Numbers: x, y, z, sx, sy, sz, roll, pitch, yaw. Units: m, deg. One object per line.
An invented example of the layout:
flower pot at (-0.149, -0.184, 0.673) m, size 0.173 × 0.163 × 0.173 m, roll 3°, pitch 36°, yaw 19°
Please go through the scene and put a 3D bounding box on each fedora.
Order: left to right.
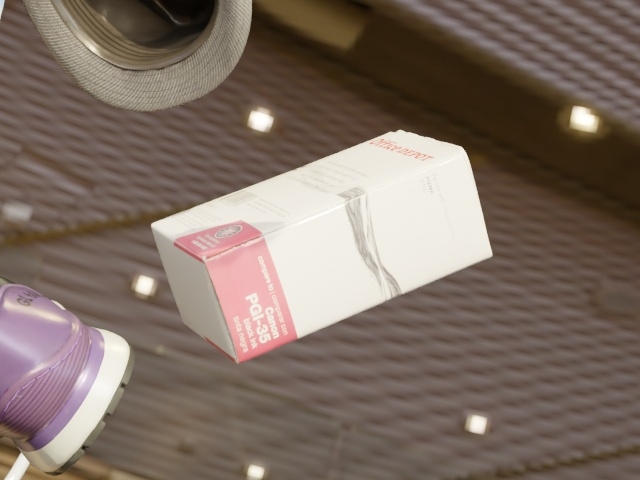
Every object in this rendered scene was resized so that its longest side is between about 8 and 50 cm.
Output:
fedora at (-0.166, -0.274, 1.853) m, size 0.243 × 0.124 × 0.275 m, roll -20°, pitch -74°, yaw 28°

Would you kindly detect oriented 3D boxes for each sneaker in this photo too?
sneaker at (-0.210, 0.051, 1.103) m, size 0.124 × 0.107 × 0.283 m, roll 35°, pitch -17°, yaw -22°

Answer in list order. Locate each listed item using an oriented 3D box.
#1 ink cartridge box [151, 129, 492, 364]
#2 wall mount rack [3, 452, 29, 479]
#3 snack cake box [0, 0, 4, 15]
ink cartridge box at (0.000, 0.000, 1.918) m, size 0.207 × 0.283 × 0.117 m, roll 26°, pitch -45°, yaw 69°
wall mount rack at (-0.381, 0.170, 1.782) m, size 0.350 × 0.304 × 0.130 m, roll 43°, pitch -3°, yaw -19°
snack cake box at (-0.460, -0.264, 2.006) m, size 0.089 × 0.152 × 0.264 m, roll -6°, pitch -22°, yaw 42°
